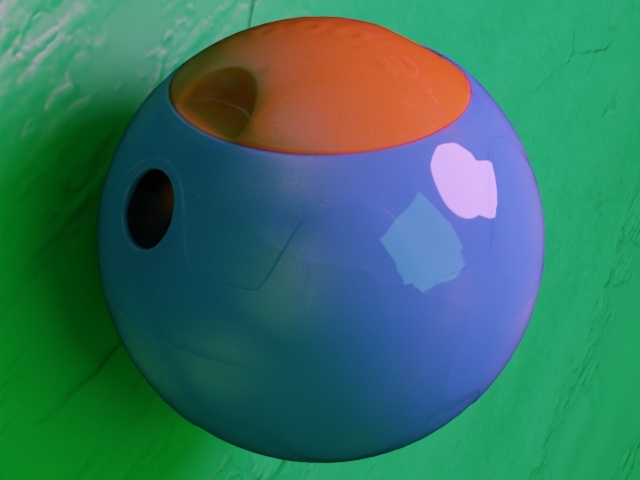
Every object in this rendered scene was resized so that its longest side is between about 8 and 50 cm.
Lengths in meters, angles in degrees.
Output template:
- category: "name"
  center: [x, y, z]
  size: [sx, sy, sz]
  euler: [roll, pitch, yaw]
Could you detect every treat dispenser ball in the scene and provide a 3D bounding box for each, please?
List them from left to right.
- category: "treat dispenser ball"
  center: [0.000, 0.000, 0.821]
  size: [0.288, 0.288, 0.288]
  euler: [-6, 97, -54]
